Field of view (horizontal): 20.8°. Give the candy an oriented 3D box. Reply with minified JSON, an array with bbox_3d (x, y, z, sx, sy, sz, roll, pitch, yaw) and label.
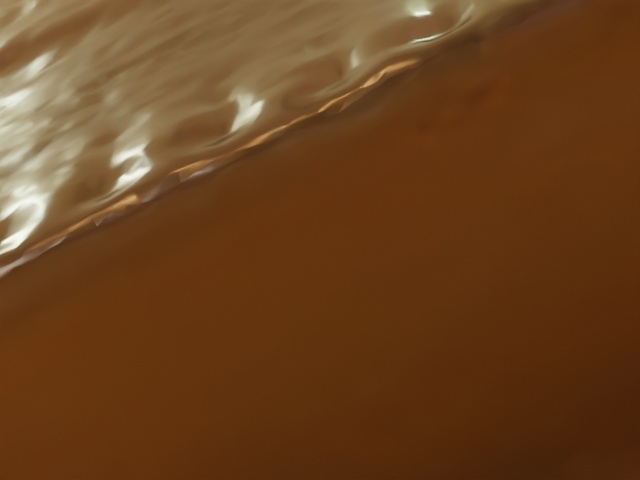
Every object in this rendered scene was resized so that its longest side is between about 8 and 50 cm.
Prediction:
[{"bbox_3d":[0.001,0.000,0.443,0.358,0.208,0.145,-26,-64,5],"label":"candy"}]
